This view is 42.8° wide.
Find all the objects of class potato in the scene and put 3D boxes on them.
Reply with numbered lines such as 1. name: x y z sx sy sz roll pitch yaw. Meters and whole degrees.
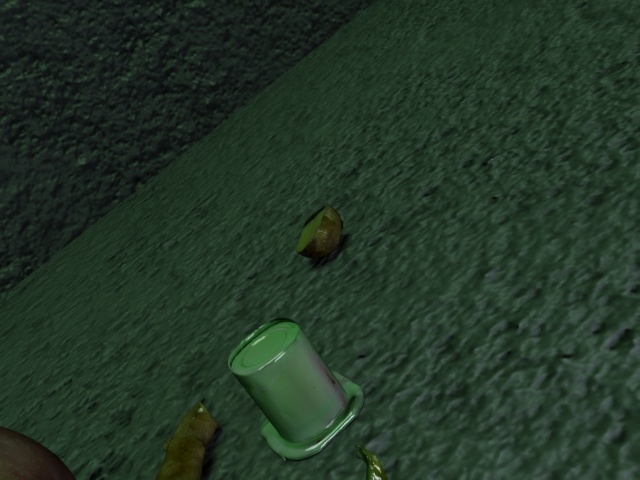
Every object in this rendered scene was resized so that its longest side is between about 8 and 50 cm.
1. potato: 0.000 0.000 1.540 0.096 0.066 0.103 -43 19 49

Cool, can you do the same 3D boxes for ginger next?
1. ginger: -0.189 0.334 1.140 0.118 0.065 0.299 -24 22 12

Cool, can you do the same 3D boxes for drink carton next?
1. drink carton: -0.042 0.195 1.123 0.146 0.142 0.144 -39 25 -17

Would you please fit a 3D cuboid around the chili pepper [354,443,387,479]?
1. chili pepper: -0.067 0.361 0.918 0.359 0.076 0.085 -35 42 7

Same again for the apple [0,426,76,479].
1. apple: -0.451 0.393 1.099 0.235 0.305 0.305 -4 28 5
